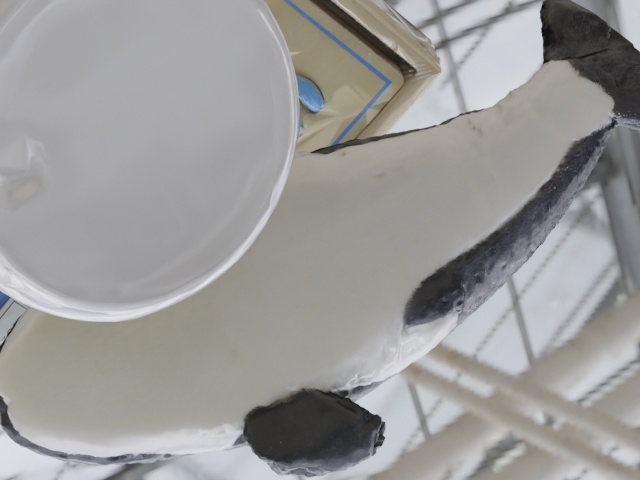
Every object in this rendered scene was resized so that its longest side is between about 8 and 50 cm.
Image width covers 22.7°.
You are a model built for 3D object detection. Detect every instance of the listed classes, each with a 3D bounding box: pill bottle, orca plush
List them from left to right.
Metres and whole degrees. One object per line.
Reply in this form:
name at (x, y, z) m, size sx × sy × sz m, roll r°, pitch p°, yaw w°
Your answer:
pill bottle at (-0.106, -0.055, 0.530) m, size 0.117 × 0.117 × 0.208 m, roll -30°, pitch -151°, yaw -23°
orca plush at (0.000, 0.000, 0.658) m, size 0.287 × 0.151 × 0.102 m, roll -44°, pitch 176°, yaw -10°

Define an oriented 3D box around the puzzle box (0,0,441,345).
puzzle box at (-0.178, -0.111, 0.762) m, size 0.272 × 0.409 × 0.052 m, roll -49°, pitch -161°, yaw 16°
